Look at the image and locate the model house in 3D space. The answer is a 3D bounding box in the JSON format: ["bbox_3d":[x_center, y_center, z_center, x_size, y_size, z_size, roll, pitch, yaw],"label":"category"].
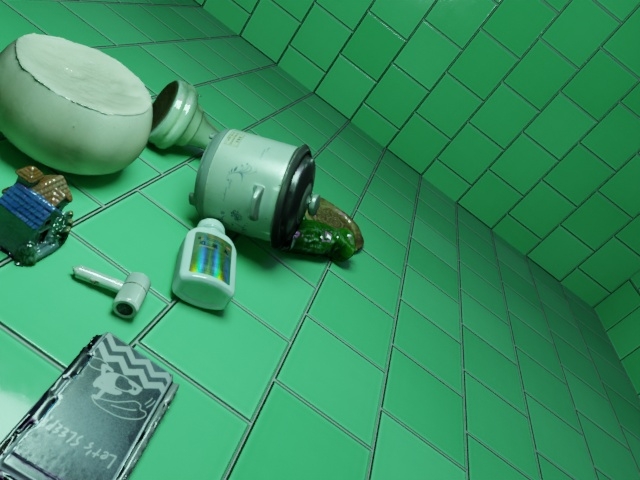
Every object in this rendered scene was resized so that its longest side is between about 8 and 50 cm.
[{"bbox_3d":[-0.489,-0.062,0.874,0.119,0.148,0.148,38,29,-4],"label":"model house"}]

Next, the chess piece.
[{"bbox_3d":[-0.325,-0.297,1.426,0.299,0.194,0.194,29,27,-38],"label":"chess piece"}]

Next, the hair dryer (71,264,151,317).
[{"bbox_3d":[-0.383,0.081,0.903,0.137,0.047,0.082,25,30,-13],"label":"hair dryer"}]

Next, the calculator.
[{"bbox_3d":[-0.321,0.256,0.724,0.166,0.028,0.274,37,28,-10],"label":"calculator"}]

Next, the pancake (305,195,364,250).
[{"bbox_3d":[0.047,-0.055,1.653,0.250,0.031,0.250,29,27,-17],"label":"pancake"}]

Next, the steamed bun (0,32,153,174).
[{"bbox_3d":[-0.535,-0.277,1.083,0.324,0.206,0.324,27,31,-18],"label":"steamed bun"}]

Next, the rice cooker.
[{"bbox_3d":[-0.144,-0.128,1.231,0.317,0.264,0.316,13,21,-5],"label":"rice cooker"}]

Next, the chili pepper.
[{"bbox_3d":[0.000,0.000,1.444,0.270,0.099,0.136,10,14,-34],"label":"chili pepper"}]

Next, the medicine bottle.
[{"bbox_3d":[-0.245,0.041,1.088,0.121,0.083,0.229,23,30,-23],"label":"medicine bottle"}]
